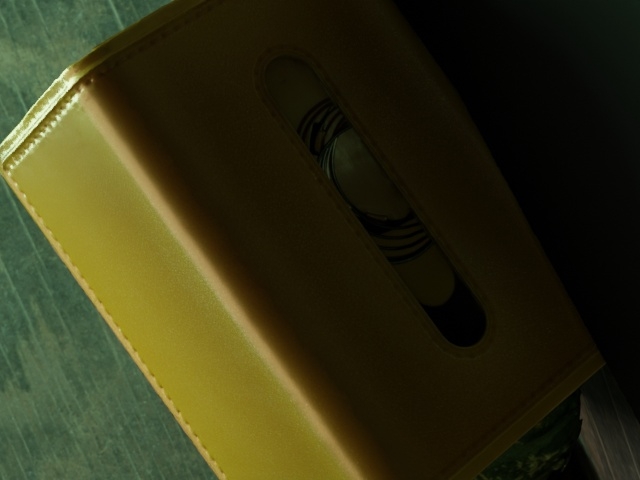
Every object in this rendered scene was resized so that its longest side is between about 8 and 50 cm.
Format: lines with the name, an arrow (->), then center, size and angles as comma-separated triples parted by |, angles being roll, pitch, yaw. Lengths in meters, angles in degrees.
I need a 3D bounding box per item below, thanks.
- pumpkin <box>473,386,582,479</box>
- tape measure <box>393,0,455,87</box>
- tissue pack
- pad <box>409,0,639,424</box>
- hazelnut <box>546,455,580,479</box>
pumpkin -> 0.050, 0.070, 1.271 | 0.327, 0.257, 0.291 | -111, 11, -80
tape measure -> 0.082, -0.106, 1.058 | 0.181, 0.107, 0.182 | -130, 18, -57
tissue pack -> 0.000, 0.000, 0.960 | 0.274, 0.194, 0.145 | 54, 147, -1
pad -> 0.173, -0.064, 0.799 | 0.375, 0.063, 0.315 | 62, 158, 6
hazelnut -> 0.120, 0.234, 1.525 | 0.218, 0.218, 0.234 | -123, 14, -56
